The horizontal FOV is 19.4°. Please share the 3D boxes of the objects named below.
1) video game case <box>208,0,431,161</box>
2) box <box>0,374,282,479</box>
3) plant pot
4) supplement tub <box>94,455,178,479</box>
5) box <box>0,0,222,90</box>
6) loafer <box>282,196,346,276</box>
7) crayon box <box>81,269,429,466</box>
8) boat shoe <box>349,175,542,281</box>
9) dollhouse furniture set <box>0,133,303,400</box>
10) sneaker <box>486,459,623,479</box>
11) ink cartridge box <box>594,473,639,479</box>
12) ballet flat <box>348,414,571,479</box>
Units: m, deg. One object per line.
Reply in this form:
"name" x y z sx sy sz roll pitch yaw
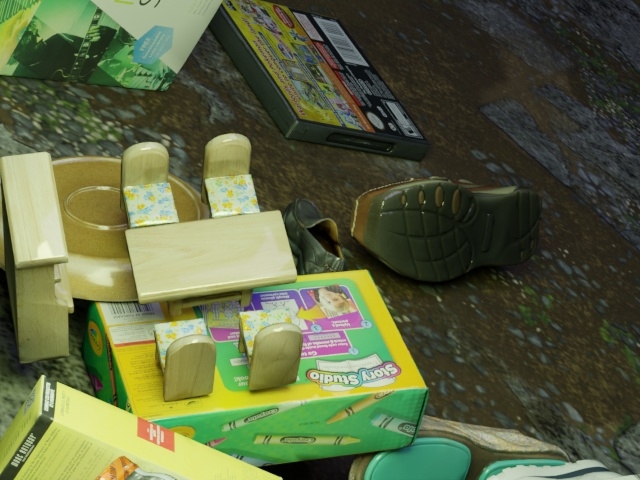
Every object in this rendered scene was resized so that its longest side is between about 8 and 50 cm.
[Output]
"video game case" -0.010 -0.218 2.468 0.248 0.035 0.275 7 39 -44
"box" -0.149 0.200 1.569 0.232 0.087 0.058 25 28 -18
"plant pot" -0.204 -0.021 1.762 0.236 0.032 0.236 8 32 -5
"supplement tub" -0.113 0.264 1.474 0.190 0.117 0.117 40 27 6
"box" -0.244 -0.279 2.075 0.322 0.232 0.058 2 41 -47
"loafer" 0.000 0.000 2.093 0.062 0.061 0.170 19 30 -28
"crayon box" -0.061 0.119 1.702 0.278 0.081 0.165 -5 42 -21
"boat shoe" 0.136 -0.020 2.250 0.120 0.123 0.324 17 9 39
"dollhouse furniture set" -0.143 0.006 1.588 0.242 0.161 0.212 -7 56 -12
"sneaker" 0.232 0.274 1.835 0.235 0.090 0.095 -12 29 -37
"ink cartridge box" 0.279 0.323 1.733 0.283 0.207 0.117 1 41 -48
"ballet flat" 0.119 0.222 1.855 0.316 0.108 0.106 16 13 -44
